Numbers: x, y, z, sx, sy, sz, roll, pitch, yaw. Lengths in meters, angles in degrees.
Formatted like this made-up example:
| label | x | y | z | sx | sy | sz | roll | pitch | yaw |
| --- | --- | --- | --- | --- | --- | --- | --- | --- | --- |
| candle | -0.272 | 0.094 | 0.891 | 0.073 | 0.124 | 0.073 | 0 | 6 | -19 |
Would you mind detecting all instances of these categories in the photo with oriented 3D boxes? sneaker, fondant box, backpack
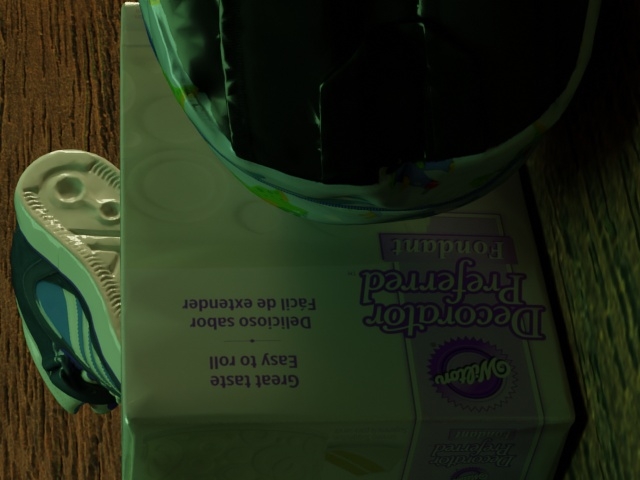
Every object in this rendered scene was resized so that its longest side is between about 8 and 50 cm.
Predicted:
| label | x | y | z | sx | sy | sz | roll | pitch | yaw |
| --- | --- | --- | --- | --- | --- | --- | --- | --- | --- |
| sneaker | -0.141 | 0.096 | 1.293 | 0.323 | 0.130 | 0.236 | 46 | 151 | 25 |
| fondant box | 0.000 | 0.000 | 0.940 | 0.096 | 0.238 | 0.330 | 100 | 168 | -49 |
| backpack | 0.025 | -0.186 | 0.817 | 0.273 | 0.290 | 0.356 | 95 | 167 | -72 |
